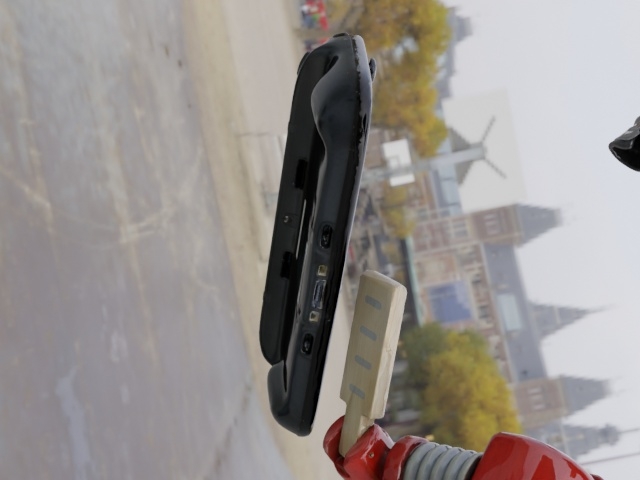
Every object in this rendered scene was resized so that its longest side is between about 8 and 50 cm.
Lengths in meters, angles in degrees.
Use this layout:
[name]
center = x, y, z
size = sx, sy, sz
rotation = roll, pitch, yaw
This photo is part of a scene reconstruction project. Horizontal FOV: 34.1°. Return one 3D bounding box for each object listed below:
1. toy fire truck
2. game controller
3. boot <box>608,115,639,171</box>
[toy fire truck]
center = 0.097, 0.161, 0.782
size = 0.246, 0.217, 0.158
rotation = 54, 56, -34
[game controller]
center = 0.000, 0.000, 0.843
size = 0.166, 0.067, 0.319
rotation = -109, -156, -58
[boot]
center = 0.512, -0.195, 1.264
size = 0.118, 0.223, 0.338
rotation = 40, -25, -5
